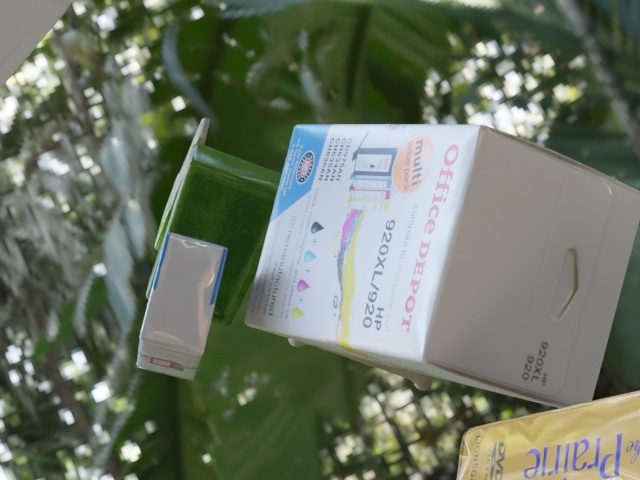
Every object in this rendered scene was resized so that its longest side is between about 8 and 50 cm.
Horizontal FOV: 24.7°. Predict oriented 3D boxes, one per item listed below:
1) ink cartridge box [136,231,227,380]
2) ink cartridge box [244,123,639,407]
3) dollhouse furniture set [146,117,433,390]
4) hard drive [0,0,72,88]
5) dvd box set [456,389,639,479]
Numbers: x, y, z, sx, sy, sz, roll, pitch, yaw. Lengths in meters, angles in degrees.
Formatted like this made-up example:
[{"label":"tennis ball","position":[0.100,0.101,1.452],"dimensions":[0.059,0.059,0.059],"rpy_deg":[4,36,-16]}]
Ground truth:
[{"label":"ink cartridge box","position":[-0.111,0.055,1.156],"dimensions":[0.052,0.088,0.122],"rpy_deg":[14,-16,-6]},{"label":"ink cartridge box","position":[0.088,0.014,1.095],"dimensions":[0.168,0.171,0.233],"rpy_deg":[18,-7,-34]},{"label":"dollhouse furniture set","position":[0.000,0.000,1.426],"dimensions":[0.302,0.197,0.151],"rpy_deg":[20,-66,-8]},{"label":"hard drive","position":[-0.407,-0.221,1.306],"dimensions":[0.308,0.040,0.203],"rpy_deg":[22,-47,-34]},{"label":"dvd box set","position":[0.316,0.131,0.750],"dimensions":[0.308,0.062,0.420],"rpy_deg":[20,-24,-27]}]
